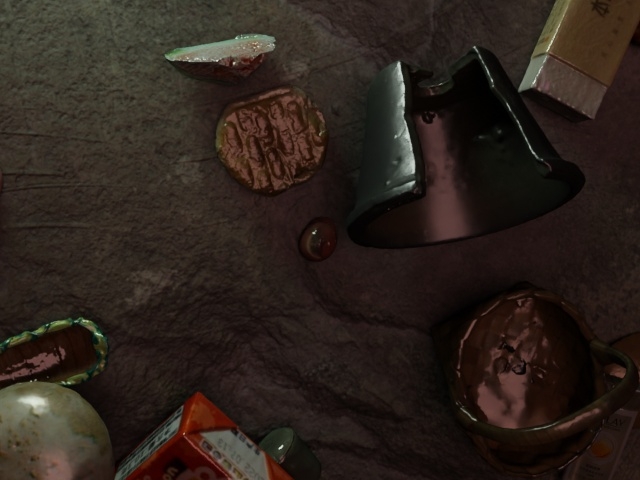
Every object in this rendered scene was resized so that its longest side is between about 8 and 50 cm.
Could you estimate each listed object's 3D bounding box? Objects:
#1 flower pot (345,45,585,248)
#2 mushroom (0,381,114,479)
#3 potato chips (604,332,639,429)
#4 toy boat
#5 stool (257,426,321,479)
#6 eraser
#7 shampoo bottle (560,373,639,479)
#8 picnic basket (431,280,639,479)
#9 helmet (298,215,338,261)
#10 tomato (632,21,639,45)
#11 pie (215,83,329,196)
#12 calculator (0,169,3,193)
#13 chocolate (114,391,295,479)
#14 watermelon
[{"bbox_3d":[0.205,-0.148,1.266,0.379,0.379,0.251,-9,75,-11],"label":"flower pot"},{"bbox_3d":[-0.426,0.335,1.187,0.243,0.243,0.243,-1,94,-12],"label":"mushroom"},{"bbox_3d":[0.606,0.273,1.486,0.208,0.062,0.195,13,93,-15],"label":"potato chips"},{"bbox_3d":[-0.481,0.204,1.231,0.293,0.099,0.108,-18,96,-18],"label":"toy boat"},{"bbox_3d":[-0.057,0.383,1.334,0.096,0.096,0.110,-45,106,-6],"label":"stool"},{"bbox_3d":[0.491,-0.397,1.407,0.144,0.078,0.343,24,89,-11],"label":"eraser"},{"bbox_3d":[0.522,0.363,1.446,0.086,0.056,0.227,18,106,9],"label":"shampoo bottle"},{"bbox_3d":[0.369,0.247,1.304,0.293,0.337,0.337,-26,99,-10],"label":"picnic basket"},{"bbox_3d":[0.001,-0.001,1.342,0.065,0.049,0.084,27,88,-11],"label":"helmet"},{"bbox_3d":[0.615,-0.399,1.435,0.087,0.075,0.087,0,90,-10],"label":"tomato"},{"bbox_3d":[-0.080,-0.165,1.316,0.195,0.046,0.195,0,92,-11],"label":"pie"},{"bbox_3d":[-0.657,-0.093,1.196,0.329,0.048,0.220,25,87,-15],"label":"calculator"},{"bbox_3d":[-0.201,0.406,1.253,0.237,0.108,0.235,-41,97,20],"label":"chocolate"},{"bbox_3d":[-0.160,-0.294,1.273,0.180,0.094,0.081,-9,99,4],"label":"watermelon"}]
